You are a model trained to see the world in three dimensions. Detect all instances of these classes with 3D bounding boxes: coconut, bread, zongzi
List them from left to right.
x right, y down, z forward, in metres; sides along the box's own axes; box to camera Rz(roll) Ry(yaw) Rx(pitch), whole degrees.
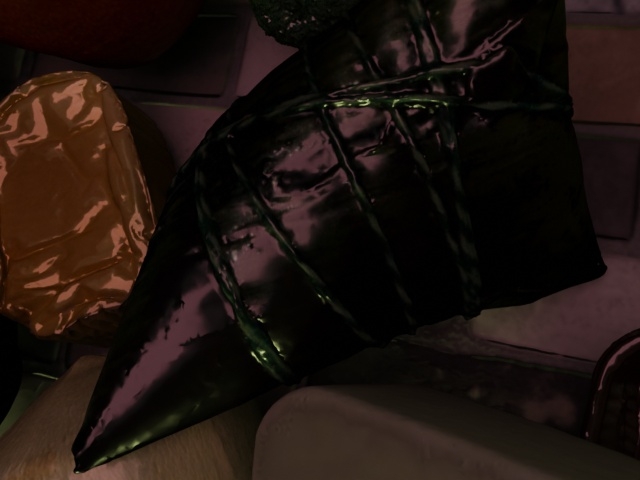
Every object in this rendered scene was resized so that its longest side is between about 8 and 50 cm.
[{"bbox_3d":[-0.218,-0.024,0.664,0.178,0.133,0.250,-23,75,12],"label":"bread"},{"bbox_3d":[-0.141,0.209,0.540,0.244,0.245,0.248,-18,75,14],"label":"coconut"},{"bbox_3d":[0.000,0.000,0.485,0.383,0.319,0.362,-11,36,27],"label":"zongzi"}]

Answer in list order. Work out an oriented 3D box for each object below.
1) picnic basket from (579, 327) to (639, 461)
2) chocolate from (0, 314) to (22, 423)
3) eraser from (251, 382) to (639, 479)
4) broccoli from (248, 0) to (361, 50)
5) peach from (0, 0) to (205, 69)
[{"bbox_3d":[0.276,0.211,0.463,0.222,0.129,0.297,4,81,20],"label":"picnic basket"},{"bbox_3d":[-0.437,0.129,0.598,0.331,0.383,0.384,-45,70,3],"label":"chocolate"},{"bbox_3d":[0.126,0.219,0.372,0.331,0.149,0.332,-8,76,34],"label":"eraser"},{"bbox_3d":[0.039,-0.278,0.586,0.269,0.270,0.270,7,50,19],"label":"broccoli"},{"bbox_3d":[-0.227,-0.310,0.623,0.307,0.333,0.308,-16,39,14],"label":"peach"}]
